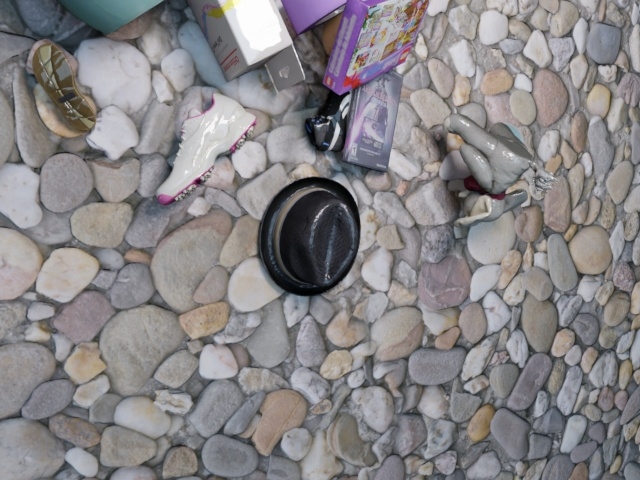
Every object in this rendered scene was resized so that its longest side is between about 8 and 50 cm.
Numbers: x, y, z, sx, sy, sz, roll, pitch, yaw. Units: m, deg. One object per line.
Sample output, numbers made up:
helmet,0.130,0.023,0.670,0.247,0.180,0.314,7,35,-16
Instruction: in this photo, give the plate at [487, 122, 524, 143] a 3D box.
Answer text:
plate,0.583,-0.284,1.443,0.188,0.024,0.188,-4,101,-21

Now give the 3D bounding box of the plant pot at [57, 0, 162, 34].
plant pot,-0.408,-0.549,0.847,0.293,0.293,0.235,-41,125,-12

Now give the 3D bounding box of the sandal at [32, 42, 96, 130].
sandal,-0.544,-0.323,0.951,0.072,0.049,0.180,-27,123,-11

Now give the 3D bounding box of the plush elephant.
plush elephant,0.482,-0.172,1.296,0.271,0.330,0.255,-7,139,-39

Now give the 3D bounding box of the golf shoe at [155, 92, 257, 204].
golf shoe,-0.291,-0.217,1.050,0.140,0.115,0.306,44,74,-12

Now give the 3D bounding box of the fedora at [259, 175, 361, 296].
fedora,0.000,0.000,1.175,0.333,0.152,0.334,-4,100,-22

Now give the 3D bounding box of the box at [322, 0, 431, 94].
box,0.137,-0.471,1.014,0.057,0.201,0.293,39,51,15

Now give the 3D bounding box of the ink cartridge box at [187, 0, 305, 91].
ink cartridge box,-0.185,-0.486,0.982,0.119,0.207,0.354,-32,109,-16

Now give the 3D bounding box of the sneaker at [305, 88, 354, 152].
sneaker,0.020,-0.341,1.164,0.121,0.079,0.217,-4,101,-23

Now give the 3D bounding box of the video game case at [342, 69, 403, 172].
video game case,0.145,-0.334,1.204,0.196,0.026,0.274,2,100,-50

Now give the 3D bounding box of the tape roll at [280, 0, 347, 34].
tape roll,0.046,-0.585,1.027,0.274,0.275,0.090,-34,110,-14
